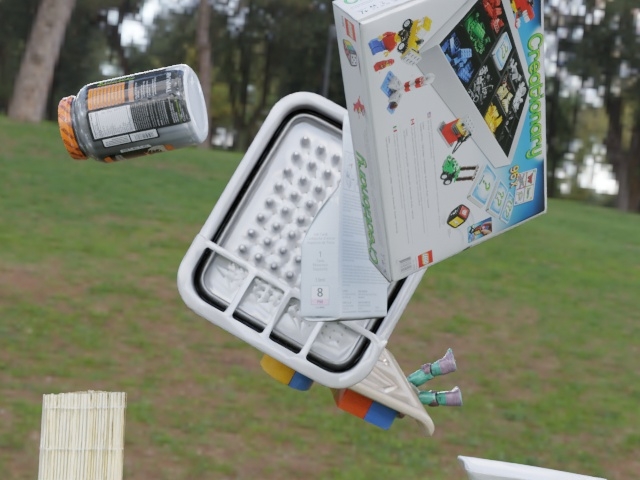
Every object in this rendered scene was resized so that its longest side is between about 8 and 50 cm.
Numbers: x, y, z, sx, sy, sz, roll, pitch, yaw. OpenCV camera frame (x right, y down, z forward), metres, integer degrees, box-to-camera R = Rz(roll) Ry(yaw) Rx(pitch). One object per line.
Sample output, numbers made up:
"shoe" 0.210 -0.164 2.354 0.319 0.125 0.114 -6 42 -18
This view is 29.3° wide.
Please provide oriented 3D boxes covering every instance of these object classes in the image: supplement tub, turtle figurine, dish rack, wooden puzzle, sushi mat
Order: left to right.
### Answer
"sushi mat" -0.384 0.394 1.940 0.151 0.316 0.019 -6 -18 20
"supplement tub" -0.263 -0.174 1.720 0.190 0.117 0.117 -10 -2 9
"dish rack" 0.000 0.000 1.629 0.285 0.333 0.072 29 -6 3
"wooden puzzle" 0.005 0.196 2.013 0.348 0.080 0.322 31 8 -14
"turtle figurine" 0.150 0.288 2.353 0.234 0.175 0.118 -10 34 3

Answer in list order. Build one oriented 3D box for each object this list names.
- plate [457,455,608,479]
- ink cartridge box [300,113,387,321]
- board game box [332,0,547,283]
"plate" 0.377 0.422 2.102 0.277 0.045 0.278 8 -4 4
"ink cartridge box" 0.032 -0.021 1.455 0.066 0.232 0.189 -4 -4 20
"board game box" 0.124 -0.119 1.169 0.193 0.305 0.053 -23 41 -17
